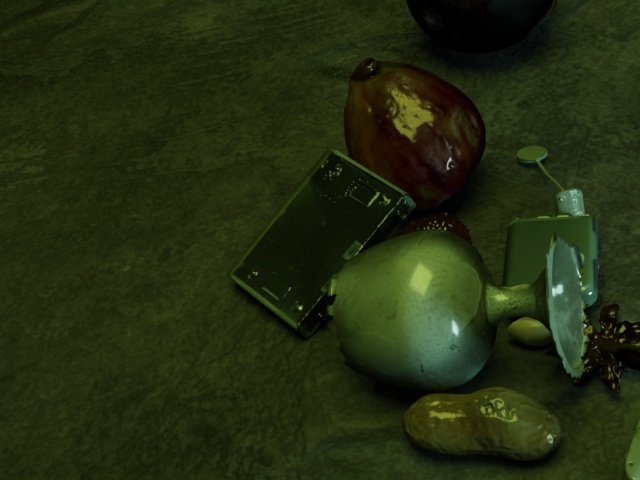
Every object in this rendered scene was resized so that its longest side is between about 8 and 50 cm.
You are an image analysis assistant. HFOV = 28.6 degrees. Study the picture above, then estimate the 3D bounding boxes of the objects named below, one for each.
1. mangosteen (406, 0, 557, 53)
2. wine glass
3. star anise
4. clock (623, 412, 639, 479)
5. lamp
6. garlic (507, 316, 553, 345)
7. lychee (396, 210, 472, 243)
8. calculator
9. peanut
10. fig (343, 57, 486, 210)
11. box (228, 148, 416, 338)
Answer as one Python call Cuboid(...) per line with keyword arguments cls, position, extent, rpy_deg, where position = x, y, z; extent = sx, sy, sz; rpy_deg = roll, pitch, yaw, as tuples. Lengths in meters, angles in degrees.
Cuboid(cls="mangosteen", position=(0.299, -0.502, 2.307), extent=(0.297, 0.297, 0.313), rpy_deg=(7, 42, 21))
Cuboid(cls="wine glass", position=(0.189, 0.093, 1.713), extent=(0.323, 0.238, 0.238), rpy_deg=(-9, 40, 26))
Cuboid(cls="star anise", position=(0.396, 0.149, 1.747), extent=(0.168, 0.057, 0.168), rpy_deg=(-14, 36, 10))
Cuboid(cls="clock", position=(0.487, 0.278, 1.576), extent=(0.191, 0.062, 0.151), rpy_deg=(11, 47, 24))
Cuboid(cls="lamp", position=(0.373, -0.097, 2.044), extent=(0.050, 0.056, 0.198), rpy_deg=(-17, 31, -4))
Cuboid(cls="garlic", position=(0.316, 0.126, 1.805), extent=(0.083, 0.041, 0.053), rpy_deg=(-23, 30, -25))
Cuboid(cls="lychee", position=(0.172, 0.017, 1.897), extent=(0.123, 0.123, 0.129), rpy_deg=(2, 45, 16))
Cuboid(cls="calculator", position=(0.344, 0.031, 1.870), extent=(0.141, 0.045, 0.246), rpy_deg=(-4, 34, 14))
Cuboid(cls="peanut", position=(0.214, 0.244, 1.669), extent=(0.214, 0.099, 0.099), rpy_deg=(-4, 42, 20))
Cuboid(cls="fig", position=(0.149, -0.173, 2.042), extent=(0.224, 0.224, 0.263), rpy_deg=(-24, 65, -12))
Cuboid(cls="box", position=(0.000, 0.000, 1.941), extent=(0.270, 0.045, 0.211), rpy_deg=(-50, 50, -4))
